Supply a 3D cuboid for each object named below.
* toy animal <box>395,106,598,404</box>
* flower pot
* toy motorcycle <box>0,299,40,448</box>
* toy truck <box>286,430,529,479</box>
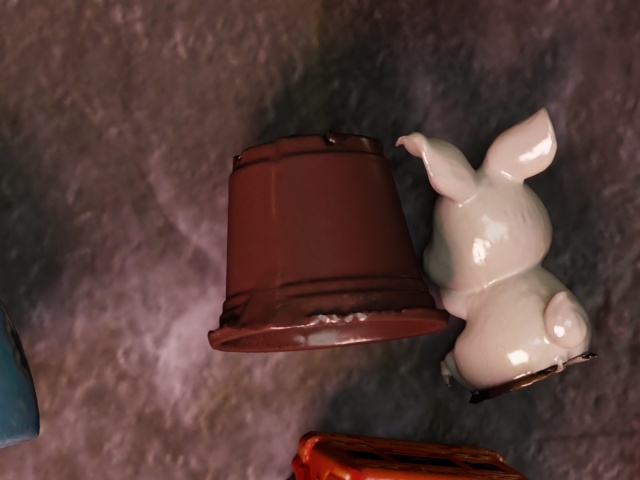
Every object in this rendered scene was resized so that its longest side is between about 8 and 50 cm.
[{"bbox_3d":[0.081,0.008,0.787,0.071,0.085,0.124,-16,83,-11],"label":"toy animal"},{"bbox_3d":[0.000,0.000,0.760,0.111,0.111,0.089,-3,80,-11],"label":"flower pot"},{"bbox_3d":[-0.266,0.127,0.670,0.232,0.172,0.416,26,78,-4],"label":"toy motorcycle"},{"bbox_3d":[0.030,0.219,0.760,0.107,0.114,0.253,7,89,-13],"label":"toy truck"}]
